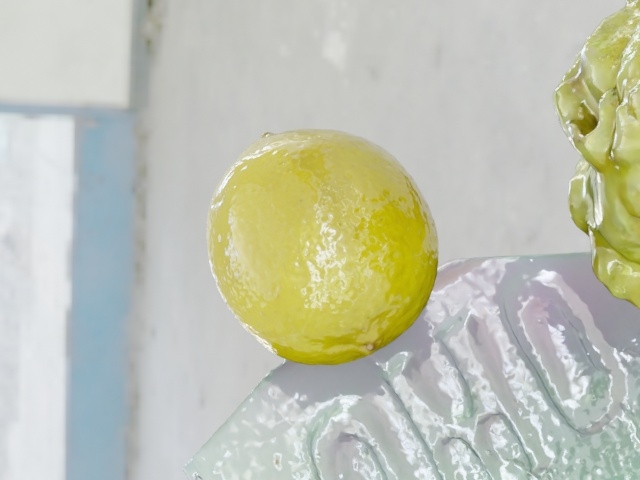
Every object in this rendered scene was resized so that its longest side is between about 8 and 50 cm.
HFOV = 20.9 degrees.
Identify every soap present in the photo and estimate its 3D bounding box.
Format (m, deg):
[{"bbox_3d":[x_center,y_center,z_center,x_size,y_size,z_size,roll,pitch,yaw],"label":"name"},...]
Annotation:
[{"bbox_3d":[0.118,0.165,1.487,0.261,0.446,0.156,62,174,11],"label":"soap"}]

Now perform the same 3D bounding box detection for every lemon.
[{"bbox_3d":[0.000,0.000,1.363,0.203,0.178,0.178,64,155,19],"label":"lemon"}]

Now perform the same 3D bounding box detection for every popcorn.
[{"bbox_3d":[0.284,-0.082,1.245,0.242,0.235,0.250,51,158,-1],"label":"popcorn"}]
